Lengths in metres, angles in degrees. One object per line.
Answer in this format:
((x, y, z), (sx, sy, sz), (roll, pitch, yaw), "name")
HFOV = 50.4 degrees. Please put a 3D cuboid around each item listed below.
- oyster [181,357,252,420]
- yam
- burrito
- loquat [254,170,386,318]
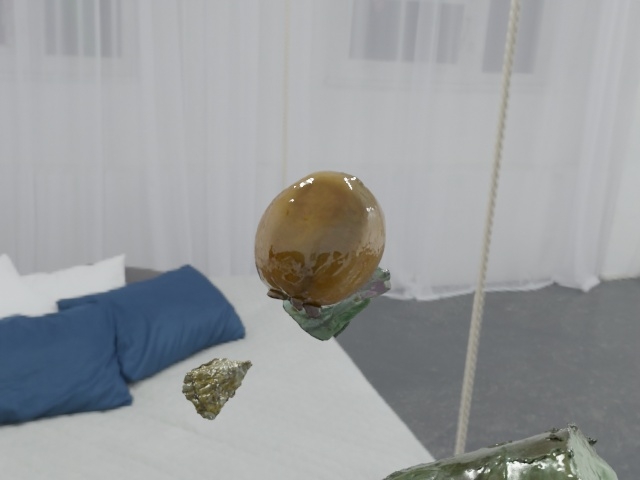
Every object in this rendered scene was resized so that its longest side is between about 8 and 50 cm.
((-0.193, 0.272, 1.256), (0.045, 0.122, 0.146), (-17, -28, 40), "oyster")
((0.178, 0.326, 0.732), (0.299, 0.195, 0.195), (-23, 8, 18), "yam")
((0.036, 0.114, 1.436), (0.144, 0.229, 0.089), (42, 31, -6), "burrito")
((0.000, 0.000, 1.113), (0.193, 0.239, 0.238), (25, 23, 23), "loquat")
